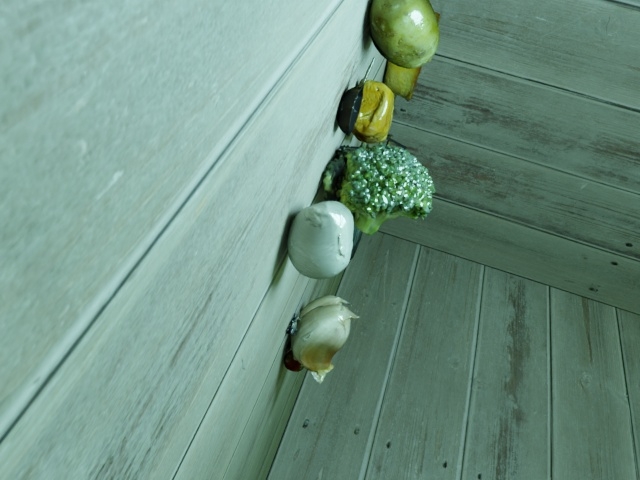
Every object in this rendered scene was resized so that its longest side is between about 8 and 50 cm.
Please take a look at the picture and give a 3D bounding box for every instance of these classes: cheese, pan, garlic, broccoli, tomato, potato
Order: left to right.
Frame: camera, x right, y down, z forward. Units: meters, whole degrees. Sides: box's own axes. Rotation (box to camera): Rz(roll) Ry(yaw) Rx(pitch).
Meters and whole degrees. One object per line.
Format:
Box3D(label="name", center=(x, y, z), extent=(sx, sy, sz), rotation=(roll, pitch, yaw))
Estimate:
Box3D(label="tomato", center=(-0.102, 0.465, 2.041), extent=(0.075, 0.087, 0.087), rotation=(31, 75, -55))
Box3D(label="cheese", center=(0.000, 0.000, 1.266), extent=(0.198, 0.154, 0.189), rotation=(-23, 113, -76))
Box3D(label="garlic", center=(0.005, 0.342, 1.972), extent=(0.286, 0.249, 0.313), rotation=(-35, 143, -53))
Box3D(label="pan", center=(0.091, -0.391, 1.445), extent=(0.128, 0.048, 0.202), rotation=(88, 22, -75))
Box3D(label="broccoli", center=(0.167, -0.163, 1.555), extent=(0.272, 0.334, 0.324), rotation=(-46, 135, 13))
Box3D(label="potato", center=(0.222, -0.578, 1.427), extent=(0.173, 0.210, 0.307), rotation=(-31, 174, 13))

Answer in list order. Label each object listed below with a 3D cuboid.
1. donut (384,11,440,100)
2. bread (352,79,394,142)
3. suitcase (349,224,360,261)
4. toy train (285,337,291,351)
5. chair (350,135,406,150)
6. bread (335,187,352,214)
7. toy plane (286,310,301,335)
Box3D(label="donut", center=(0.391, -0.827, 2.346), extent=(0.435, 0.163, 0.378), rotation=(-43, 152, -81))
Box3D(label="bread", center=(0.163, -0.399, 1.693), extent=(0.294, 0.132, 0.167), rotation=(-13, 114, -81))
Box3D(label="suitcase", center=(0.120, -0.070, 2.232), extent=(0.202, 0.128, 0.312), rotation=(-63, 169, -55))
Box3D(label="toy train", center=(-0.115, 0.397, 2.014), extent=(0.083, 0.017, 0.017), rotation=(-60, 166, -59))
Box3D(label="chair", center=(0.235, -0.309, 2.030), extent=(0.159, 0.246, 0.173), rotation=(100, 9, -56))
Box3D(label="bread", center=(0.060, -0.079, 1.791), extent=(0.185, 0.114, 0.275), rotation=(8, 99, -80))
Box3D(label="toy plane", center=(-0.094, 0.294, 1.856), extent=(0.121, 0.031, 0.049), rotation=(-58, 156, -55))
